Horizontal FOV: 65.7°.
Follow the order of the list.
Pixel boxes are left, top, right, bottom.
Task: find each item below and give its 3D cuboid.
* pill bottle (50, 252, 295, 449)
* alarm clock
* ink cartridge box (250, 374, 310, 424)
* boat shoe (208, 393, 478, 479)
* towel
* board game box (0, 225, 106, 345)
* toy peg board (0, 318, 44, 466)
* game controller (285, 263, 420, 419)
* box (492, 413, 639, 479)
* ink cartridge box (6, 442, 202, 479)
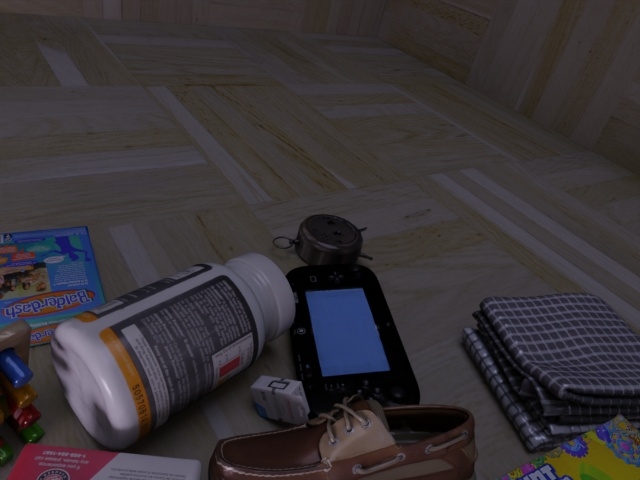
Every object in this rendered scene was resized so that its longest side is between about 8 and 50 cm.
[{"bbox_3d":[-0.173,0.122,0.639,0.162,0.162,0.279,36,39,27],"label":"pill bottle"},{"bbox_3d":[0.000,0.000,0.972,0.192,0.064,0.129,-4,39,-20],"label":"alarm clock"},{"bbox_3d":[-0.045,0.206,0.639,0.083,0.048,0.028,-1,22,34],"label":"ink cartridge box"},{"bbox_3d":[0.037,0.235,0.573,0.325,0.116,0.123,6,9,-21],"label":"boat shoe"},{"bbox_3d":[0.404,0.192,0.798,0.284,0.121,0.235,3,35,-17],"label":"towel"},{"bbox_3d":[-0.415,0.062,0.733,0.160,0.047,0.210,-7,39,-29],"label":"board game box"},{"bbox_3d":[-0.355,0.186,0.496,0.079,0.160,0.161,42,40,10],"label":"toy peg board"},{"bbox_3d":[0.036,0.145,0.771,0.167,0.067,0.319,5,35,-15],"label":"game controller"},{"bbox_3d":[0.267,0.361,0.455,0.290,0.176,0.279,-8,40,-29],"label":"box"},{"bbox_3d":[-0.207,0.310,0.414,0.172,0.100,0.237,9,34,-8],"label":"ink cartridge box"}]
